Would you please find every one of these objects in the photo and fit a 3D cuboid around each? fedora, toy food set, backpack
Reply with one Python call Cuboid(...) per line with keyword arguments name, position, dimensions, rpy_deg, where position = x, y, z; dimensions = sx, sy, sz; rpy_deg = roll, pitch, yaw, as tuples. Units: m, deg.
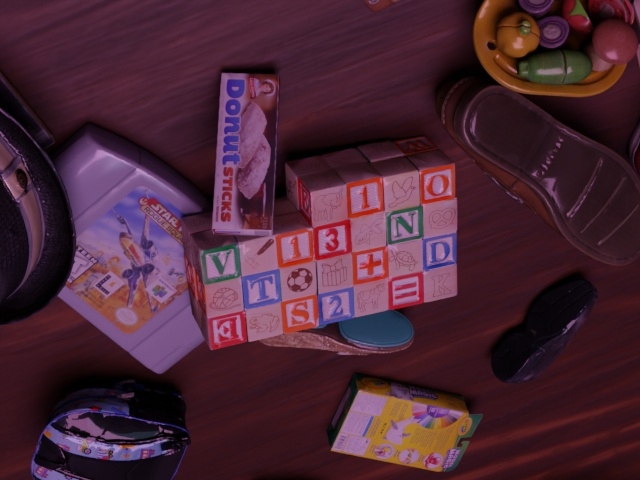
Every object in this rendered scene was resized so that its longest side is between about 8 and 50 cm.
Cuboid(name="fedora", position=(-0.419, -0.004, 1.478), dimensions=(0.334, 0.152, 0.334), rpy_deg=(6, 127, 8))
Cuboid(name="toy food set", position=(0.274, -0.223, 1.512), dimensions=(0.217, 0.128, 0.071), rpy_deg=(1, 167, -13))
Cuboid(name="backpack", position=(-0.260, 0.246, 1.730), dimensions=(0.173, 0.117, 0.158), rpy_deg=(13, 120, -18))

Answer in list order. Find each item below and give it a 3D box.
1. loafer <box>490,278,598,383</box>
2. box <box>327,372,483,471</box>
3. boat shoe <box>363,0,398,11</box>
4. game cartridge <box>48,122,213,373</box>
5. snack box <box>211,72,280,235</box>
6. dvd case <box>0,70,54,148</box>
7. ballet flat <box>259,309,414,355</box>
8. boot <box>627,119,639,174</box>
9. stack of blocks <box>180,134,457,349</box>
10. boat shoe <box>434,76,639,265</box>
Cuboid(name="loafer", position=(0.288, 0.114, 1.786), dimensions=(0.061, 0.062, 0.170), rpy_deg=(19, 123, -46))
Cuboid(name="box", position=(0.110, 0.237, 1.836), dimensions=(0.179, 0.043, 0.105), rpy_deg=(15, 118, -16))
Cuboid(name="boat shoe", position=(-0.008, -0.341, 1.397), dimensions=(0.116, 0.123, 0.324), rpy_deg=(-40, 119, 18))
Cuboid(name="game cartridge", position=(-0.211, 0.010, 1.627), dimensions=(0.198, 0.062, 0.297), rpy_deg=(-36, 121, 18))
Cuboid(name="snack box", position=(-0.079, -0.093, 1.520), dimensions=(0.064, 0.178, 0.022), rpy_deg=(1, 162, 2))
Cuboid(name="dvd case", position=(-0.413, -0.147, 1.509), dimensions=(0.164, 0.018, 0.221), rpy_deg=(-29, 124, 10))
Cuboid(name="ballet flat", position=(0.010, 0.105, 1.729), dimensions=(0.206, 0.073, 0.067), rpy_deg=(11, 147, -14))
Cuboid(name="boot", position=(0.428, -0.143, 1.567), dimensions=(0.088, 0.176, 0.244), rpy_deg=(8, 119, -13))
Cuboid(name="stack of blocks", position=(0.000, 0.000, 1.596), dimensions=(0.297, 0.087, 0.171), rpy_deg=(-12, 120, -15))
Cuboid(name="boat shoe", position=(0.256, -0.087, 1.619), dimensions=(0.307, 0.104, 0.111), rpy_deg=(40, 89, -26))
